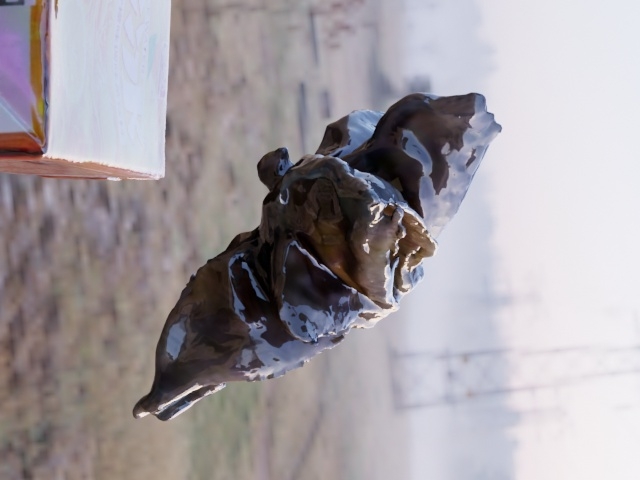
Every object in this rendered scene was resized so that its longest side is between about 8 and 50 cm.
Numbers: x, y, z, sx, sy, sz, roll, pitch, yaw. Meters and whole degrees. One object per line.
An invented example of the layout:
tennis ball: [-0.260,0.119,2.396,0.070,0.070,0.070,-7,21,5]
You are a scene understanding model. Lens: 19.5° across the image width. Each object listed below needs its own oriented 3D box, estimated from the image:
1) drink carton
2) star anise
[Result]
drink carton: [-0.113,-0.075,0.740,0.223,0.071,0.096,4,88,-83]
star anise: [0.007,-0.007,0.530,0.056,0.124,0.129,45,37,-3]
